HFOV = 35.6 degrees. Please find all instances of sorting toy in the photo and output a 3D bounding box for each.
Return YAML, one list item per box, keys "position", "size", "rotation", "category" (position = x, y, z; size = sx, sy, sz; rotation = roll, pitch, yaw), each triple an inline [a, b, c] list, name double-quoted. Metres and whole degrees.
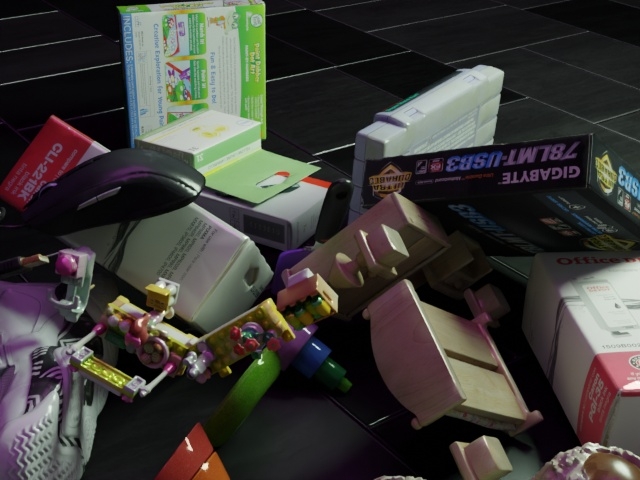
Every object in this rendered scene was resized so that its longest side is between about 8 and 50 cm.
- position: [-0.056, 0.202, 1.010]
  size: [0.126, 0.127, 0.365]
  rotation: [38, 33, 4]
  category: "sorting toy"

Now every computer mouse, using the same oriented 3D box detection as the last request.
- position: [-0.247, -0.034, 0.976]
  size: [0.262, 0.060, 0.184]
  rotation: [-11, 25, 2]
  category: "computer mouse"

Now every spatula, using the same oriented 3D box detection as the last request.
- position: [0.000, 0.000, 1.197]
  size: [0.084, 0.296, 0.030]
  rotation: [-4, 68, -14]
  category: "spatula"

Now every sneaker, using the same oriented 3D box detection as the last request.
- position: [-0.338, 0.145, 1.037]
  size: [0.210, 0.137, 0.366]
  rotation: [1, 23, -1]
  category: "sneaker"

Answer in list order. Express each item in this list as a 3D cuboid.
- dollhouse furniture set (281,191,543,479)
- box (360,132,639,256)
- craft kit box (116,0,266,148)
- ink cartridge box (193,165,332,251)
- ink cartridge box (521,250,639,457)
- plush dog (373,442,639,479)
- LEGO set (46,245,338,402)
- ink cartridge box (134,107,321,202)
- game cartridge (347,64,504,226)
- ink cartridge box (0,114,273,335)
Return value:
- position: [0.117, 0.149, 1.108]
  size: [0.303, 0.174, 0.355]
  rotation: [24, 36, -51]
  category: "dollhouse furniture set"
- position: [0.250, -0.043, 1.234]
  size: [0.293, 0.073, 0.295]
  rotation: [-4, -17, 36]
  category: "box"
- position: [-0.217, -0.284, 1.712]
  size: [0.246, 0.250, 0.061]
  rotation: [-7, 28, -16]
  category: "craft kit box"
- position: [-0.102, -0.085, 1.552]
  size: [0.275, 0.060, 0.239]
  rotation: [16, 33, 25]
  category: "ink cartridge box"
- position: [0.367, 0.125, 1.121]
  size: [0.207, 0.117, 0.283]
  rotation: [-1, 29, -7]
  category: "ink cartridge box"
- position: [0.151, 0.306, 0.754]
  size: [0.262, 0.210, 0.225]
  rotation: [-9, 46, 5]
  category: "plush dog"
- position: [-0.131, 0.090, 0.938]
  size: [0.287, 0.132, 0.107]
  rotation: [6, 17, 15]
  category: "LEGO set"
- position: [-0.141, -0.134, 1.524]
  size: [0.235, 0.056, 0.171]
  rotation: [16, 31, 30]
  category: "ink cartridge box"
- position: [0.150, -0.106, 1.423]
  size: [0.068, 0.230, 0.355]
  rotation: [17, 31, 30]
  category: "game cartridge"
- position: [-0.206, -0.004, 1.156]
  size: [0.273, 0.114, 0.197]
  rotation: [31, -9, 12]
  category: "ink cartridge box"
